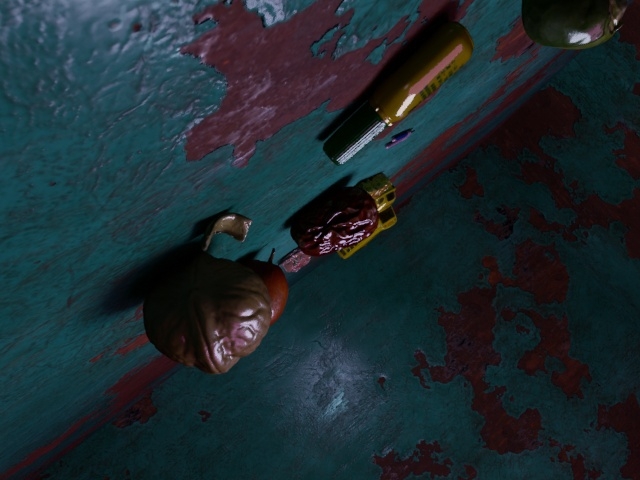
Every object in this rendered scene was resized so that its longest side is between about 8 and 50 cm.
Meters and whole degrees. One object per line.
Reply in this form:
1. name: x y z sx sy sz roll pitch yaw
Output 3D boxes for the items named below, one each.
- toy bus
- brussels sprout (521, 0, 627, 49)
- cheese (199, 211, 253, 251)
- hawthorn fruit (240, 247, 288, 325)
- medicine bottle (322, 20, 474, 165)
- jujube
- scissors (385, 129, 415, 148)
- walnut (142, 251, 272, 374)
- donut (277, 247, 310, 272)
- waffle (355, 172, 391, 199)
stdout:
1. toy bus: 0.170 -0.071 1.556 0.144 0.152 0.330 -29 170 -47
2. brussels sprout: 0.389 -0.385 0.635 0.131 0.145 0.183 25 76 -56
3. cheese: -0.155 -0.018 0.669 0.084 0.041 0.060 -15 155 -32
4. hawthorn fruit: -0.170 0.121 1.079 0.226 0.196 0.196 -62 178 -12
5. medicine bottle: 0.111 -0.214 0.628 0.260 0.064 0.095 -41 179 19
6. jujube: 0.037 -0.044 1.064 0.230 0.155 0.155 -31 173 -7
7. scissors: 0.206 -0.261 1.038 0.113 0.012 0.039 -33 172 -36
8. walnut: -0.198 0.125 0.733 0.228 0.228 0.228 -37 173 -5
9. donut: -0.085 0.070 1.551 0.117 0.065 0.166 -39 175 14
10. waffle: 0.117 -0.128 1.293 0.160 0.055 0.211 -44 172 38
